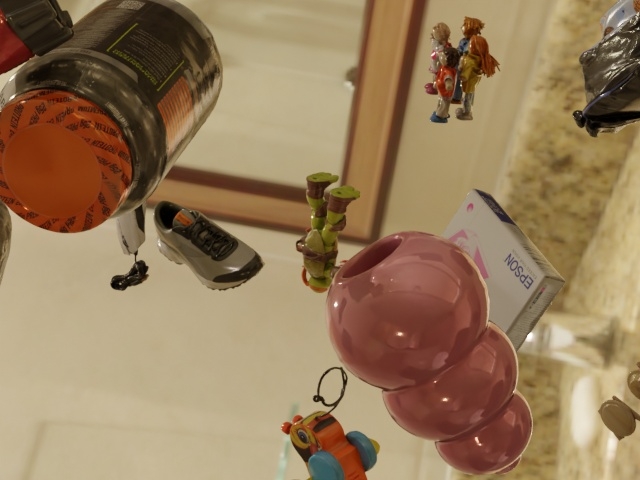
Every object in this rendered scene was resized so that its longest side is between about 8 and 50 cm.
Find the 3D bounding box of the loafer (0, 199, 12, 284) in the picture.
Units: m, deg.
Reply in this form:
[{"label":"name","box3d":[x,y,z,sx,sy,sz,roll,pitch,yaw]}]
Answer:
[{"label":"loafer","box3d":[-0.489,0.074,1.437,0.319,0.112,0.111,-60,21,24]}]

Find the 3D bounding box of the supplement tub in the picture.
[{"label":"supplement tub","box3d":[-0.257,-0.159,1.281,0.338,0.207,0.207,-67,-12,-59]}]

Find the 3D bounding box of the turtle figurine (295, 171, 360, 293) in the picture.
[{"label":"turtle figurine","box3d":[0.000,0.000,1.784,0.269,0.087,0.217,-129,40,-59]}]

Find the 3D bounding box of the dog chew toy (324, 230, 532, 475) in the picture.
[{"label":"dog chew toy","box3d":[0.151,0.153,1.320,0.331,0.207,0.206,56,-166,-12]}]

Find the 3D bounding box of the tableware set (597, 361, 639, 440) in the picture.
[{"label":"tableware set","box3d":[0.507,0.272,1.624,0.020,0.141,0.168,-27,-31,-36]}]

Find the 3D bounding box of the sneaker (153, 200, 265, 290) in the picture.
[{"label":"sneaker","box3d":[-0.216,0.007,1.933,0.100,0.272,0.108,-44,-41,-28]}]

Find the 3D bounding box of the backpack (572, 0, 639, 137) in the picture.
[{"label":"backpack","box3d":[0.536,-0.262,1.532,0.276,0.264,0.213,147,130,-72]}]

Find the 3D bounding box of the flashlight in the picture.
[{"label":"flashlight","box3d":[-0.415,-0.188,1.114,0.103,0.304,0.103,64,-178,23]}]

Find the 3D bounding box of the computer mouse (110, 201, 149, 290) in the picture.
[{"label":"computer mouse","box3d":[-0.349,-0.010,1.912,0.106,0.042,0.192,-20,69,50]}]

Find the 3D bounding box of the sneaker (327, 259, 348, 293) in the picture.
[{"label":"sneaker","box3d":[0.075,0.130,2.331,0.221,0.087,0.128,83,-160,-49]}]

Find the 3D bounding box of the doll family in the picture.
[{"label":"doll family","box3d":[0.266,-0.327,1.972,0.263,0.118,0.163,-90,7,-63]}]

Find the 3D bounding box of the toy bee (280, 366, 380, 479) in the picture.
[{"label":"toy bee","box3d":[0.015,0.345,1.749,0.162,0.195,0.298,3,91,51]}]

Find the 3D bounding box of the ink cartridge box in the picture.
[{"label":"ink cartridge box","box3d":[0.315,0.112,2.170,0.330,0.071,0.324,-59,35,21]}]
